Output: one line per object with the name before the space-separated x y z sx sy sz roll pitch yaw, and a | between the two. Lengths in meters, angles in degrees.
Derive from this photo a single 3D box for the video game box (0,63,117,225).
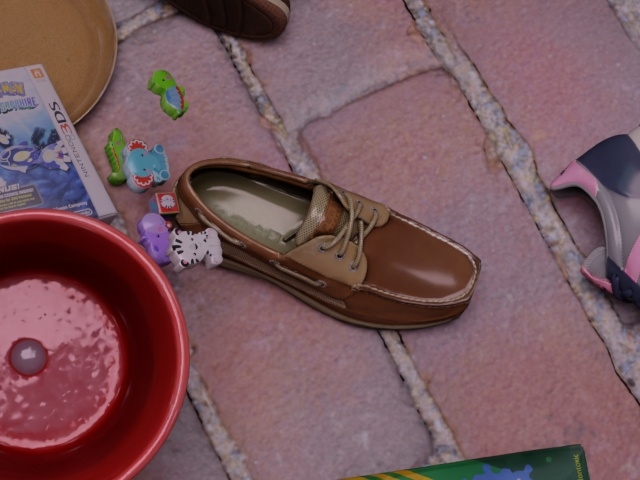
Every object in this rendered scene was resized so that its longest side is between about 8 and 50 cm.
video game box | -0.327 -0.074 1.828 0.205 0.048 0.187 -16 68 -39

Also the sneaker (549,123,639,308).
sneaker | 0.341 0.045 1.882 0.131 0.112 0.319 -24 70 7

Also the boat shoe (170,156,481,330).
boat shoe | 0.000 0.000 1.858 0.324 0.120 0.122 15 70 3

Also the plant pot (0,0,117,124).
plant pot | -0.332 -0.201 1.959 0.236 0.032 0.236 1 71 -3

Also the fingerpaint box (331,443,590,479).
fingerpaint box | 0.093 0.436 1.687 0.371 0.163 0.444 -7 71 -6

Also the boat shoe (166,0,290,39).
boat shoe | -0.141 -0.306 1.971 0.257 0.095 0.095 26 60 -2

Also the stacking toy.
stacking toy | -0.169 -0.038 1.836 0.052 0.167 0.221 -3 70 -29

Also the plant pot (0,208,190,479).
plant pot | -0.266 0.111 1.718 0.275 0.243 0.274 0 87 -9
